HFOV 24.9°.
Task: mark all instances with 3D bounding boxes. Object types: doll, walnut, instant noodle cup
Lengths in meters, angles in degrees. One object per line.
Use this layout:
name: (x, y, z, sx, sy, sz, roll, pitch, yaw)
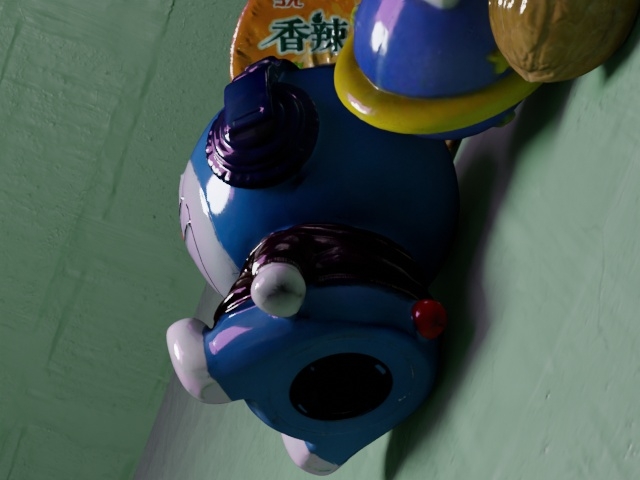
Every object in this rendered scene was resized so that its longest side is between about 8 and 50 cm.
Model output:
doll: (0.112, -0.213, 1.072, 0.311, 0.242, 0.159, -40, 37, -20)
walnut: (0.157, -0.163, 0.947, 0.105, 0.105, 0.124, -100, 30, -74)
doll: (0.000, 0.000, 1.176, 0.240, 0.284, 0.310, -22, 44, 13)
instant noodle cup: (0.036, -0.169, 1.402, 0.182, 0.230, 0.230, -66, -3, -77)
